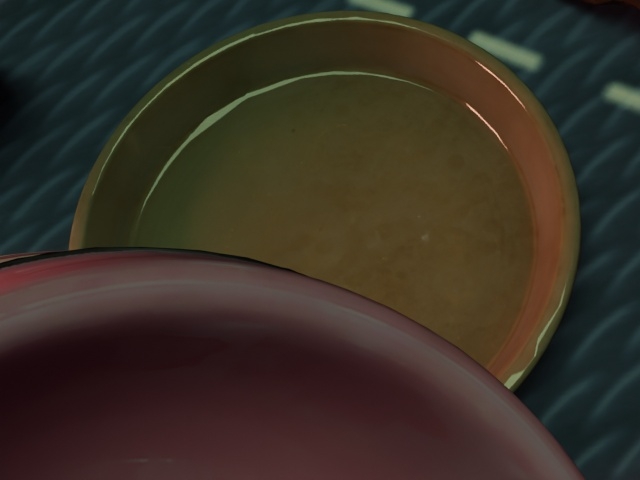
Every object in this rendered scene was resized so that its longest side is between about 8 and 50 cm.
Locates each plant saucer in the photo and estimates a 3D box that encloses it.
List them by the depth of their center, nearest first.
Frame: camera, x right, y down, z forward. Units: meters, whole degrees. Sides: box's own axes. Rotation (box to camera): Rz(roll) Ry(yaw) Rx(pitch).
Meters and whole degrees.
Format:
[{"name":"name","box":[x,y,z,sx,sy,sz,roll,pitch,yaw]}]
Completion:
[{"name":"plant saucer","box":[0.000,0.000,0.672,0.278,0.041,0.278,-5,63,11]}]

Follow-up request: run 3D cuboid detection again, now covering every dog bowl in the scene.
[{"name":"dog bowl","box":[-0.056,0.185,0.397,0.408,0.150,0.408,7,73,-24]}]

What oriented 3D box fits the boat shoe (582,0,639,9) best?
[{"name":"boat shoe","box":[0.218,-0.159,0.670,0.257,0.095,0.095,34,71,25]}]
